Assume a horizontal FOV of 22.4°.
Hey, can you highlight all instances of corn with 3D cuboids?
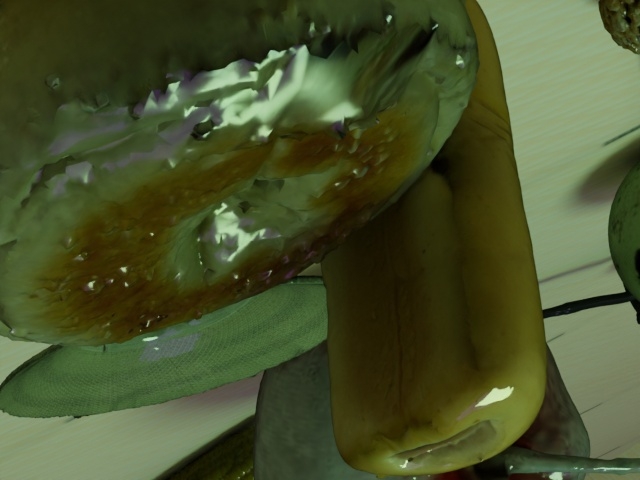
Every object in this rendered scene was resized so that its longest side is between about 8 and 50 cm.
[{"bbox_3d":[-0.135,0.295,1.818,0.320,0.097,0.097,-38,159,30],"label":"corn"}]

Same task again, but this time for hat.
[{"bbox_3d":[-0.105,0.028,1.076,0.252,0.110,0.252,-17,164,-5],"label":"hat"}]

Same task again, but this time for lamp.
[{"bbox_3d":[0.232,0.054,1.719,0.371,0.130,0.108,0,108,-25],"label":"lamp"}]

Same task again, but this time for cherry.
[{"bbox_3d":[0.080,0.194,1.440,0.291,0.326,0.335,-9,157,-23],"label":"cherry"}]

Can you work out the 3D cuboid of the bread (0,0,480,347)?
[{"bbox_3d":[-0.069,-0.068,0.776,0.306,0.158,0.305,-20,162,-7],"label":"bread"}]

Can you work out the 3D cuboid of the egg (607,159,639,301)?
[{"bbox_3d":[0.369,-0.021,1.489,0.228,0.177,0.177,-35,169,-31],"label":"egg"}]

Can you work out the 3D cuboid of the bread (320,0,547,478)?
[{"bbox_3d":[0.059,-0.009,0.909,0.091,0.305,0.142,18,139,-28],"label":"bread"}]

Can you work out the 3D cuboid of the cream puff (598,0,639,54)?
[{"bbox_3d":[0.288,-0.140,1.045,0.183,0.169,0.183,-25,163,-8],"label":"cream puff"}]
